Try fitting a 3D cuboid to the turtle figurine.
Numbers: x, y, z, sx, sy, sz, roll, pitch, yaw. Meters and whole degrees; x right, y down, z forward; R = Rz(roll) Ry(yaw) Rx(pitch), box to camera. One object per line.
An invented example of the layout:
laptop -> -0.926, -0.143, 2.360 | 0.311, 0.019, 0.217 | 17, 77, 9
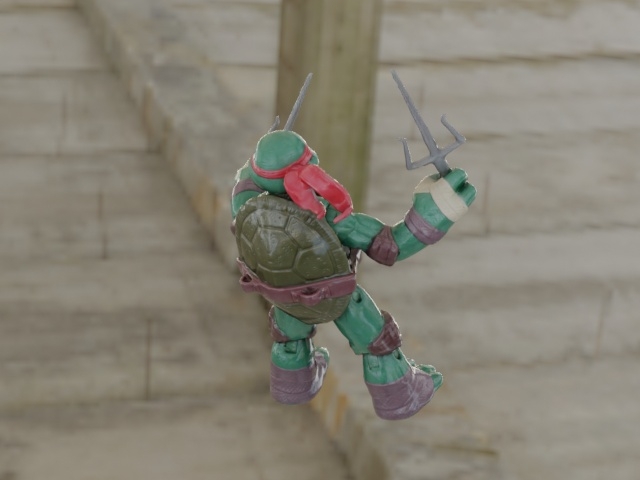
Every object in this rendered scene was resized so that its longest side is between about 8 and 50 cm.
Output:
turtle figurine -> 0.000, 0.000, 1.102 | 0.175, 0.234, 0.118 | 21, -135, 38
